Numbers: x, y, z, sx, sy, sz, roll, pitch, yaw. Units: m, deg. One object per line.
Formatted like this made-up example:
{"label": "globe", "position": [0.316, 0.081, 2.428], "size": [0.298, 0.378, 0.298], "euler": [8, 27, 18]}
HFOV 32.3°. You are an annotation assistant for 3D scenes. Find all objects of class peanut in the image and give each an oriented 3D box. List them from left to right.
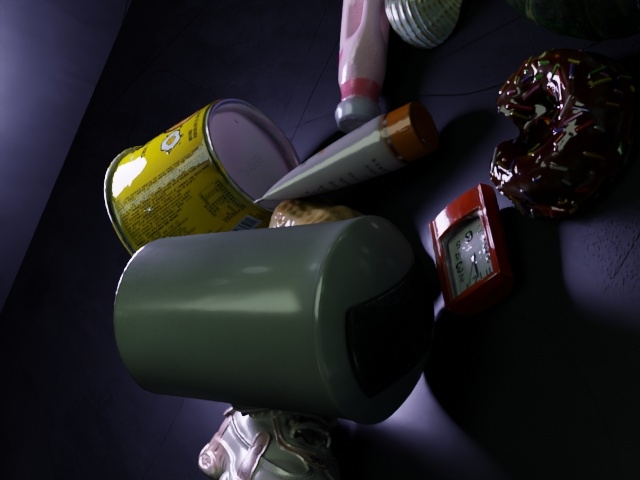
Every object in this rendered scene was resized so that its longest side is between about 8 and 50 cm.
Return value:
{"label": "peanut", "position": [0.000, 0.000, 1.810], "size": [0.149, 0.149, 0.313], "euler": [-65, 25, 5]}

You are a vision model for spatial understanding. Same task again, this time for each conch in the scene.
{"label": "conch", "position": [0.162, -0.389, 1.844], "size": [0.153, 0.102, 0.135], "euler": [-167, 77, -68]}

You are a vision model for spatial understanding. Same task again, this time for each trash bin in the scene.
{"label": "trash bin", "position": [-0.052, 0.109, 1.560], "size": [0.432, 0.280, 0.280], "euler": [-2, 67, 33]}

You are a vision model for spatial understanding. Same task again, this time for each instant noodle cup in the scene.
{"label": "instant noodle cup", "position": [-0.201, -0.097, 2.059], "size": [0.254, 0.325, 0.325], "euler": [-35, 42, 32]}

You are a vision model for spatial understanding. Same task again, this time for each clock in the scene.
{"label": "clock", "position": [0.213, 0.017, 1.512], "size": [0.113, 0.061, 0.155], "euler": [-40, 42, 40]}

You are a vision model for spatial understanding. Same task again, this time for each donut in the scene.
{"label": "donut", "position": [0.304, -0.145, 1.429], "size": [0.216, 0.096, 0.230], "euler": [12, 80, 61]}

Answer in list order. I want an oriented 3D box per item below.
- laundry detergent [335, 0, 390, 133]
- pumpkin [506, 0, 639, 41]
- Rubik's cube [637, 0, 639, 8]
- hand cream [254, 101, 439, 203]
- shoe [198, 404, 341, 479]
{"label": "laundry detergent", "position": [0.078, -0.343, 1.944], "size": [0.159, 0.088, 0.335], "euler": [103, 173, -63]}
{"label": "pumpkin", "position": [0.353, -0.398, 1.371], "size": [0.300, 0.207, 0.300], "euler": [0, 90, 32]}
{"label": "Rubik's cube", "position": [0.462, -0.275, 1.202], "size": [0.233, 0.228, 0.229], "euler": [-4, 17, 21]}
{"label": "hand cream", "position": [0.044, -0.125, 1.796], "size": [0.314, 0.139, 0.089], "euler": [-25, 89, 29]}
{"label": "shoe", "position": [-0.058, 0.310, 1.651], "size": [0.351, 0.172, 0.198], "euler": [18, 82, 59]}
